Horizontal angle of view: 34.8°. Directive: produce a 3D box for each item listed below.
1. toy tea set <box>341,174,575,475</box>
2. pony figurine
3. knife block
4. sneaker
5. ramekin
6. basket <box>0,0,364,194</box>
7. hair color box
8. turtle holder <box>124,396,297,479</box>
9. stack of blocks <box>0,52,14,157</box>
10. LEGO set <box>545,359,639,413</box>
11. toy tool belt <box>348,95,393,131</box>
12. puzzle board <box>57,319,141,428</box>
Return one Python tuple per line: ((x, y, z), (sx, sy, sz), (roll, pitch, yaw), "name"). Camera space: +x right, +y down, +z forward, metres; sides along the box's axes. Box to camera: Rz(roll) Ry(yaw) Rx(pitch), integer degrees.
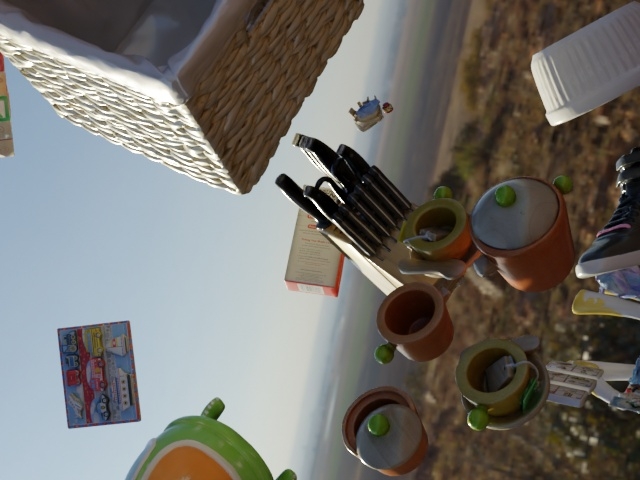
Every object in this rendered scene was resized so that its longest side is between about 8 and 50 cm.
((0.125, 0.065, 0.974), (0.124, 0.200, 0.336), (54, -134, -44), "toy tea set")
((0.595, 0.159, 1.648), (0.303, 0.363, 0.351), (33, -98, -52), "pony figurine")
((0.060, -0.017, 1.260), (0.088, 0.242, 0.276), (-51, -15, -7), "knife block")
((0.431, -0.047, 1.421), (0.104, 0.295, 0.147), (-16, 95, 52), "sneaker")
((0.409, -0.263, 1.498), (0.109, 0.207, 0.207), (62, -177, -3), "ramekin")
((-0.161, -0.278, 1.159), (0.328, 0.331, 0.266), (-59, -26, -16), "basket")
((0.000, 0.000, 1.368), (0.043, 0.072, 0.141), (75, -155, -67), "hair color box")
((-0.211, 0.413, 1.557), (0.320, 0.243, 0.227), (-28, 9, 47), "turtle holder")
((-0.568, -0.159, 1.367), (0.087, 0.297, 0.171), (112, 148, -58), "stack of blocks")
((0.415, 0.224, 1.390), (0.182, 0.244, 0.060), (-16, -67, -65), "LEGO set")
((0.093, -0.242, 1.887), (0.052, 0.083, 0.051), (32, 155, 58), "toy tool belt")
((-0.279, 0.169, 1.285), (0.011, 0.096, 0.128), (5, -102, -81), "puzzle board")
